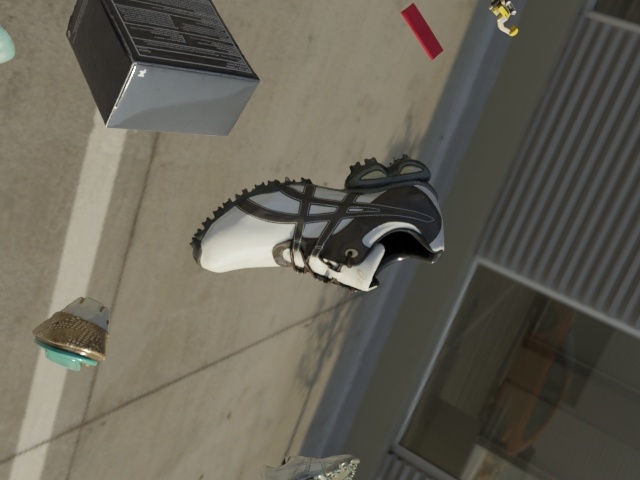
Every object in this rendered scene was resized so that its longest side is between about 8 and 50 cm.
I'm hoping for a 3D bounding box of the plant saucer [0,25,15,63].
[{"bbox_3d":[-0.501,-0.290,0.975,0.119,0.120,0.021,73,27,-60],"label":"plant saucer"}]

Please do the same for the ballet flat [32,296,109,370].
[{"bbox_3d":[-0.245,0.089,0.682,0.206,0.073,0.067,-23,-138,63],"label":"ballet flat"}]

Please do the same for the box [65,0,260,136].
[{"bbox_3d":[-0.338,-0.386,1.444,0.297,0.294,0.182,-3,142,-42],"label":"box"}]

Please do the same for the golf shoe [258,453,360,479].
[{"bbox_3d":[-0.015,0.352,1.050,0.176,0.086,0.069,0,115,-46],"label":"golf shoe"}]

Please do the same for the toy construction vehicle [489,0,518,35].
[{"bbox_3d":[0.292,-0.395,1.142,0.035,0.085,0.098,-37,141,16],"label":"toy construction vehicle"}]

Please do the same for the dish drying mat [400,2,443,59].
[{"bbox_3d":[0.150,-0.307,1.004,0.032,0.083,0.008,-44,-165,-31],"label":"dish drying mat"}]

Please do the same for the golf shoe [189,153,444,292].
[{"bbox_3d":[0.000,0.000,0.521,0.198,0.093,0.077,-17,150,-1],"label":"golf shoe"}]
